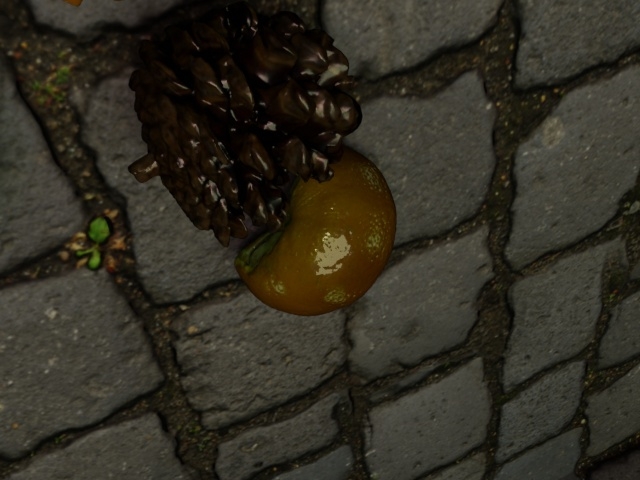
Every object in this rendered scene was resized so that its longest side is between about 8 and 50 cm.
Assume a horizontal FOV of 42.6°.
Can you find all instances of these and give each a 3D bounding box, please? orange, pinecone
[{"bbox_3d":[0.005,0.002,1.071,0.237,0.158,0.179,-52,151,11],"label":"orange"},{"bbox_3d":[-0.084,-0.135,0.863,0.257,0.243,0.243,-59,140,-19],"label":"pinecone"}]

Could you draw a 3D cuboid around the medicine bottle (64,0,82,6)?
[{"bbox_3d":[-0.246,-0.300,0.691,0.222,0.112,0.149,22,114,-41],"label":"medicine bottle"}]
